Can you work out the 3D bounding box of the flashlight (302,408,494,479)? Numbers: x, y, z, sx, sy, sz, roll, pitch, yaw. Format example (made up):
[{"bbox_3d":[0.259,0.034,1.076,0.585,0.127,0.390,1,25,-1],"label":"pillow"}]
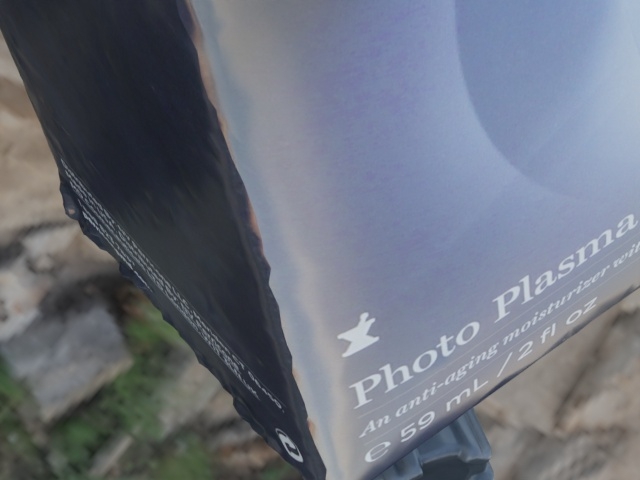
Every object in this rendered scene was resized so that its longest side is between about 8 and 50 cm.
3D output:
[{"bbox_3d":[0.000,0.000,0.964,0.103,0.304,0.103,-19,148,-10],"label":"flashlight"}]

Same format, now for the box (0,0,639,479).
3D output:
[{"bbox_3d":[0.050,-0.122,0.587,0.296,0.183,0.294,-35,145,-14],"label":"box"}]
